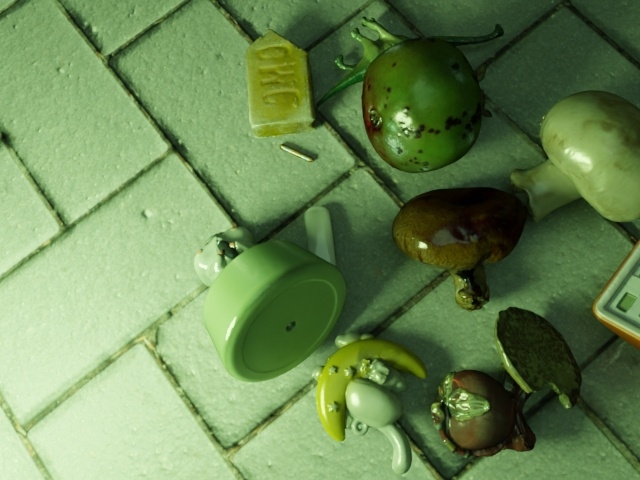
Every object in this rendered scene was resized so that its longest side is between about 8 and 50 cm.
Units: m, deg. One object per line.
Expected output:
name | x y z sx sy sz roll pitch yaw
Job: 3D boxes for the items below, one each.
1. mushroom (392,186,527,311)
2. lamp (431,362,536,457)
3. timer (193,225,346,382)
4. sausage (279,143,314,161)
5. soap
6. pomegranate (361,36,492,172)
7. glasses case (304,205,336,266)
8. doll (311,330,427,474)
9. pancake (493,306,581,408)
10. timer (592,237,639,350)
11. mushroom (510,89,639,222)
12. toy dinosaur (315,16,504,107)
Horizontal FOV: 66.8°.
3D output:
mushroom | 0.278 -0.011 1.039 0.267 0.267 0.254 29 115 10
lamp | 0.326 0.328 0.984 0.223 0.151 0.214 19 78 -32
timer | -0.151 0.087 1.031 0.291 0.290 0.315 -45 55 -6
sausage | -0.059 -0.215 1.192 0.100 0.015 0.015 26 80 10
soap | -0.100 -0.391 1.202 0.161 0.080 0.257 -7 77 2
pomegranate | 0.253 -0.291 1.062 0.324 0.291 0.290 -2 77 -5
glasses case | 0.000 0.000 1.124 0.063 0.041 0.164 -7 76 1
doll | 0.102 0.318 1.013 0.252 0.111 0.237 23 64 10
pancake | 0.443 0.229 0.985 0.235 0.029 0.211 28 44 -14
timer | 0.730 0.121 0.988 0.250 0.161 0.257 37 83 20
mushroom | 0.562 -0.154 1.035 0.290 0.298 0.297 -40 74 33
toy dinosaur | 0.208 -0.430 1.195 0.301 0.087 0.447 36 84 4
